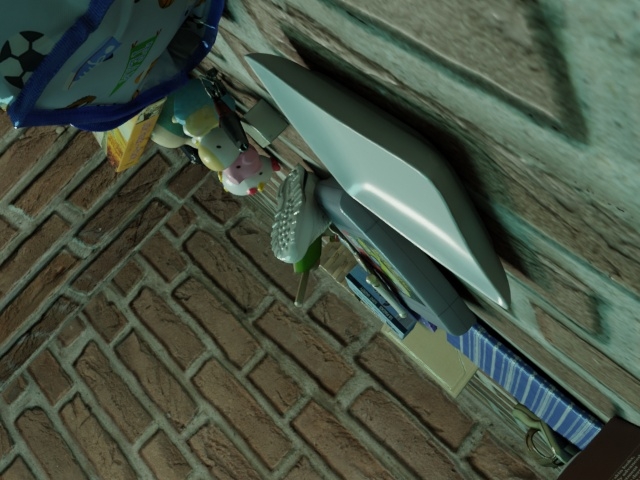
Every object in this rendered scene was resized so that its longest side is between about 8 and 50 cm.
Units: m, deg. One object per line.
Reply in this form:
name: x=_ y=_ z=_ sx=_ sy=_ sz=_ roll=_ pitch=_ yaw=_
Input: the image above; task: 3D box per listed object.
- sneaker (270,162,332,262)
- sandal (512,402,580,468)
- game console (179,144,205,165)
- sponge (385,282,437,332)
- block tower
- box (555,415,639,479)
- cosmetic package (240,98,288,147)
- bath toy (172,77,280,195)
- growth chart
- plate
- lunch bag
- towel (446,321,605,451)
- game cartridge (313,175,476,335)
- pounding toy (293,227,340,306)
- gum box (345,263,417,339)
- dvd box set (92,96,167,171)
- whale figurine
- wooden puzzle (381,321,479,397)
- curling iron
sneaker: x=-0.020 y=-0.039 z=1.320 sx=0.095 sy=0.090 sz=0.235 roll=34 pitch=-146 yaw=-20
sandal: x=0.448 y=0.398 z=1.552 sx=0.120 sy=0.086 sz=0.303 roll=31 pitch=179 yaw=-2
game console: x=-0.369 y=-0.316 z=1.878 sx=0.361 sy=0.044 sz=0.213 roll=52 pitch=-167 yaw=9
sponge: x=0.151 y=0.078 z=1.488 sx=0.117 sy=0.031 sz=0.210 roll=38 pitch=167 yaw=49
block tower: x=0.122 y=0.115 z=1.911 sx=0.335 sy=0.097 sz=0.091 roll=39 pitch=174 yaw=28
box: x=0.406 y=0.353 z=0.906 sx=0.143 sy=0.191 sz=0.381 roll=44 pitch=176 yaw=-7
cosmetic package: x=-0.090 y=-0.181 z=1.234 sx=0.060 sy=0.041 sz=0.115 roll=45 pitch=176 yaw=-10
bath toy: x=-0.172 y=-0.180 z=1.554 sx=0.348 sy=0.129 sz=0.151 roll=58 pitch=-151 yaw=-68
growth chart: x=0.073 y=0.037 z=1.385 sx=0.172 sy=0.021 sz=0.237 roll=46 pitch=-175 yaw=-40
plate: x=0.072 y=-0.068 z=0.815 sx=0.277 sy=0.045 sz=0.278 roll=39 pitch=174 yaw=38
lunch bag: x=-0.274 y=-0.279 z=0.762 sx=0.328 sy=0.239 sz=0.385 roll=43 pitch=-168 yaw=-4
towel: x=0.348 y=0.234 z=1.379 sx=0.336 sy=0.040 sz=0.243 roll=40 pitch=171 yaw=23
game cartridge: x=0.113 y=0.024 z=1.231 sx=0.294 sy=0.060 sz=0.196 roll=48 pitch=171 yaw=-14
pounding toy: x=0.000 y=0.000 z=1.680 sx=0.183 sy=0.110 sz=0.237 roll=-88 pitch=-2 yaw=-56
gum box: x=0.121 y=0.125 z=1.573 sx=0.157 sy=0.041 sz=0.184 roll=44 pitch=175 yaw=11
dvd box set: x=-0.421 y=-0.320 z=1.511 sx=0.307 sy=0.062 sz=0.420 roll=59 pitch=158 yaw=-2
whale figurine: x=-0.303 y=-0.297 z=1.712 sx=0.216 sy=0.141 sz=0.272 roll=48 pitch=-159 yaw=12
wooden puzzle: x=0.238 y=0.207 z=1.665 sx=0.221 sy=0.044 sz=0.238 roll=42 pitch=151 yaw=17
curling iron: x=-0.149 y=-0.197 z=1.231 sx=0.068 sy=0.035 sz=0.274 roll=62 pitch=-179 yaw=-36
